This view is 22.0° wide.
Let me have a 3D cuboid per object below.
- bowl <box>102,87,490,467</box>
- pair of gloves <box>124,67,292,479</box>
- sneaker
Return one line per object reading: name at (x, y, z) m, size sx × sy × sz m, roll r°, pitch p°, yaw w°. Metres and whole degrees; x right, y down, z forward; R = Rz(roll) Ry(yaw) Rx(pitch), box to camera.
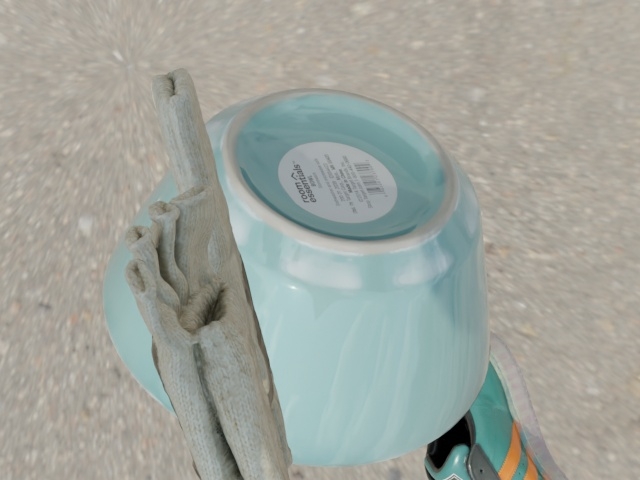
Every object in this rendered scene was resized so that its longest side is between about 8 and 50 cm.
bowl at (0.000, 0.000, 1.248) m, size 0.312 × 0.311 × 0.163 m, roll 10°, pitch 132°, yaw -8°
pair of gloves at (-0.045, 0.050, 0.696) m, size 0.042 × 0.240 × 0.204 m, roll -14°, pitch 115°, yaw 0°
sneaker at (0.167, 0.240, 1.595) m, size 0.121 × 0.108 × 0.302 m, roll -18°, pitch 78°, yaw -37°
